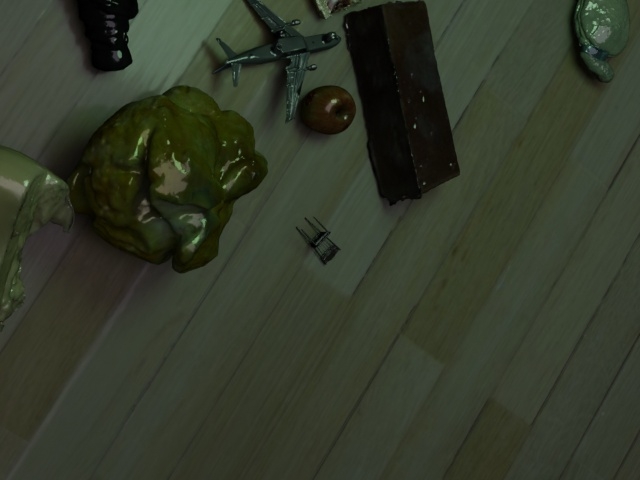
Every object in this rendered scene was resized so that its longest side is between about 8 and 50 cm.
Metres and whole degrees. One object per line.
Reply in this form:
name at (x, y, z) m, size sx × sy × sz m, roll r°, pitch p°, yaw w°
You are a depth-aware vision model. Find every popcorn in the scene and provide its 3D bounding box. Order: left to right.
popcorn at (-0.213, -0.098, 1.695) m, size 0.225 × 0.276 × 0.276 m, roll 29°, pitch 80°, yaw 12°

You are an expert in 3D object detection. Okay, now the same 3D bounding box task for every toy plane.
toy plane at (-0.058, -0.295, 1.843) m, size 0.226 × 0.058 × 0.226 m, roll -18°, pitch 85°, yaw -23°

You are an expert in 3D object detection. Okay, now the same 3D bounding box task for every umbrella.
umbrella at (-0.326, -0.421, 1.700) m, size 0.113 × 0.106 × 0.358 m, roll -11°, pitch 106°, yaw -15°

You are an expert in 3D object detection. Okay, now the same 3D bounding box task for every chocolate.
chocolate at (0.139, -0.224, 1.923) m, size 0.112 × 0.112 × 0.321 m, roll -18°, pitch 101°, yaw -33°

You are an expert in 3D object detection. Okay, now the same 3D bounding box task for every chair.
chair at (0.001, 0.001, 1.902) m, size 0.037 × 0.042 × 0.086 m, roll -46°, pitch 111°, yaw -11°

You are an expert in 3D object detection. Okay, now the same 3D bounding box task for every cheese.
cheese at (-0.469, -0.003, 1.601) m, size 0.233 × 0.127 × 0.266 m, roll 22°, pitch 100°, yaw -9°

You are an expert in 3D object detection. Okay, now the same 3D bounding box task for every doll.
doll at (0.494, -0.386, 2.089) m, size 0.103 × 0.071 × 0.214 m, roll 1°, pitch 90°, yaw -27°

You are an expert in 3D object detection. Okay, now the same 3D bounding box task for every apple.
apple at (0.012, -0.207, 1.875) m, size 0.084 × 0.071 × 0.084 m, roll -16°, pitch 119°, yaw -29°

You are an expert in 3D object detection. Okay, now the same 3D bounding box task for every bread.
bread at (0.023, -0.396, 1.887) m, size 0.083 × 0.035 × 0.070 m, roll -26°, pitch 103°, yaw -18°
